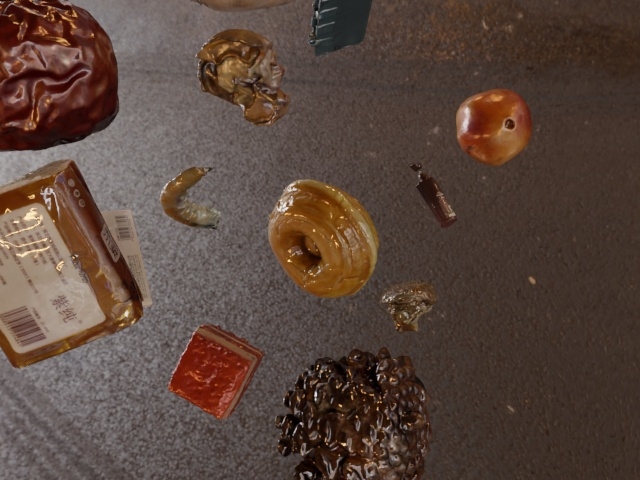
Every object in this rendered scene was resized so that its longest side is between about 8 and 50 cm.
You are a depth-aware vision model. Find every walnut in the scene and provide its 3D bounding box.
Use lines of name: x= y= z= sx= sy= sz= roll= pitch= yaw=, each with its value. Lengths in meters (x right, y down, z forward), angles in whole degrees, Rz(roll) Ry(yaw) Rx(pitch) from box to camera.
walnut: x=-0.179 y=-0.402 z=1.297 sx=0.203 sy=0.238 sz=0.141 roll=1 pitch=43 yaw=21

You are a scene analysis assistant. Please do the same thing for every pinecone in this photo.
pinecone: x=0.060 y=0.361 z=1.036 sx=0.295 sy=0.242 sz=0.299 roll=-1 pitch=59 yaw=15

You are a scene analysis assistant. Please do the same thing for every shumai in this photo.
shumai: x=0.211 y=0.161 z=1.284 sx=0.145 sy=0.145 sz=0.116 roll=-14 pitch=93 yaw=23

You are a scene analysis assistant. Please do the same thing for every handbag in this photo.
handbag: x=0.049 y=-0.637 z=1.555 sx=0.179 sy=0.229 sz=0.062 roll=-21 pitch=72 yaw=-11

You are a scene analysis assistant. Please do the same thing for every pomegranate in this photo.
pomegranate: x=0.478 y=-0.316 z=1.494 sx=0.209 sy=0.209 sz=0.209 roll=-16 pitch=53 yaw=22

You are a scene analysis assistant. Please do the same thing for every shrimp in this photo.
shrimp: x=-0.420 y=-0.135 z=1.738 sx=0.185 sy=0.287 sz=0.068 roll=-7 pitch=50 yaw=-10

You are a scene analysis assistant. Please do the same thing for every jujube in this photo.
jujube: x=-0.391 y=-0.224 z=0.714 sx=0.232 sy=0.213 sz=0.213 roll=-11 pitch=45 yaw=-21

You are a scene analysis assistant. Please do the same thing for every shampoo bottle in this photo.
shampoo bottle: x=0.370 y=-0.154 z=1.802 sx=0.067 sy=0.068 sz=0.237 roll=-31 pitch=68 yaw=16

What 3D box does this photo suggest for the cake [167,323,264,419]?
cake: x=-0.397 y=0.488 z=2.046 sx=0.269 sy=0.319 sz=0.270 roll=27 pitch=84 yaw=4

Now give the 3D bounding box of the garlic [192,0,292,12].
garlic: x=-0.181 y=-0.650 z=1.252 sx=0.321 sy=0.241 sz=0.322 roll=5 pitch=68 yaw=-12

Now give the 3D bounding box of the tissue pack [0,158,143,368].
tissue pack: x=-0.354 y=0.031 z=0.690 sx=0.183 sy=0.226 sz=0.092 roll=-22 pitch=22 yaw=-7

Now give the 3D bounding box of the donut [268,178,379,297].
donut: x=0.000 y=0.000 z=1.825 sx=0.448 sy=0.449 sz=0.198 roll=16 pitch=39 yaw=37

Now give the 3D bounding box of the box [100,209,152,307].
box: x=-0.564 y=0.064 z=1.373 sx=0.091 sy=0.220 sz=0.274 roll=-19 pitch=82 yaw=41
